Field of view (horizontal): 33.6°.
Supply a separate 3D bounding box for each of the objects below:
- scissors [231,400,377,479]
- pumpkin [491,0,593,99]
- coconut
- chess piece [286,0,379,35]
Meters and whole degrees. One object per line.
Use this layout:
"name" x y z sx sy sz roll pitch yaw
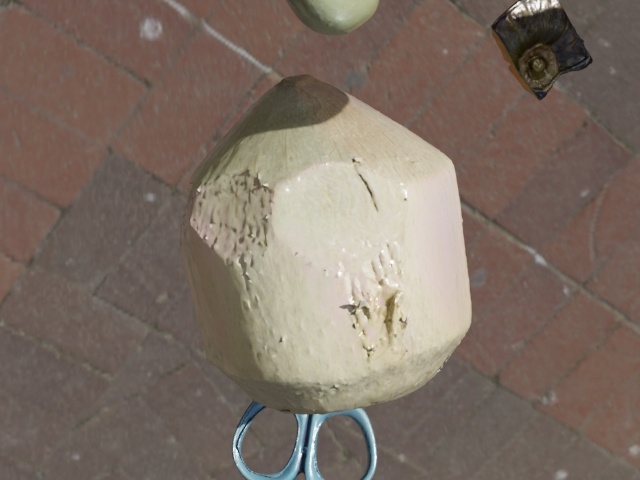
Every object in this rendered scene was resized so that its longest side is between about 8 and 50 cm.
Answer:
"scissors" -0.001 0.095 0.936 0.125 0.256 0.030 8 164 2
"pumpkin" 0.202 -0.186 0.989 0.073 0.035 0.101 -39 118 -5
"coconut" 0.000 0.000 0.767 0.224 0.224 0.234 -9 108 -5
"chess piece" 0.097 -0.389 1.339 0.330 0.182 0.182 -36 121 4
